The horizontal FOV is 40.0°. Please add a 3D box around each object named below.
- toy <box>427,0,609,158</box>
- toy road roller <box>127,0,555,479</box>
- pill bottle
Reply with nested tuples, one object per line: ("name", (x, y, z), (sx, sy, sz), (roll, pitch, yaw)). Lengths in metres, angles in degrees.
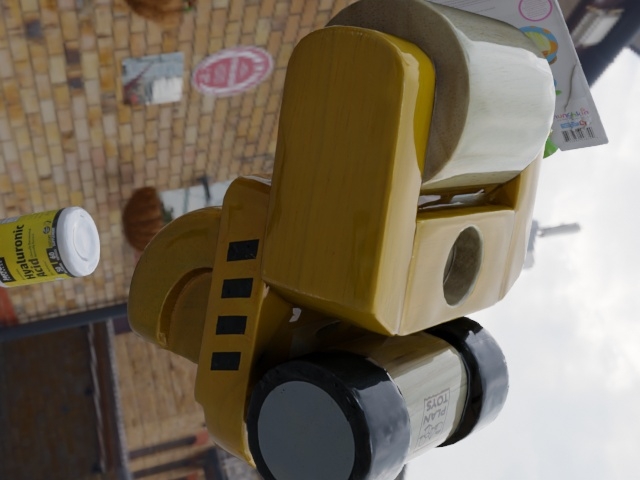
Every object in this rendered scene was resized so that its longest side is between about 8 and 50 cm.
("toy", (0.166, -0.175, 0.800), (0.237, 0.136, 0.056), (57, 41, -35))
("toy road roller", (0.000, 0.000, 0.602), (0.240, 0.202, 0.330), (18, -75, 33))
("pill bottle", (-0.268, 0.009, 0.803), (0.065, 0.116, 0.065), (-9, 90, -76))
